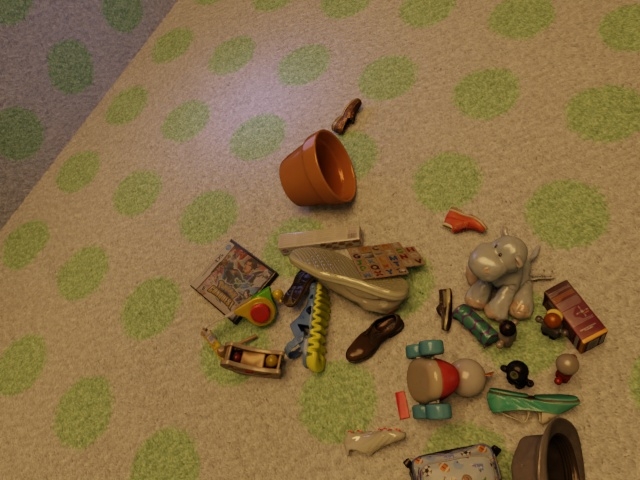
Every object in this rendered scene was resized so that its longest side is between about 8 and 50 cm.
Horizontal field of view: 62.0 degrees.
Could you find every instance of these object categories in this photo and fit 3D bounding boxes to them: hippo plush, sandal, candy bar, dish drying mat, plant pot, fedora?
[{"bbox_3d":[0.577,0.105,1.634,0.294,0.236,0.234,-19,57,9],"label":"hippo plush"},{"bbox_3d":[-0.055,0.165,1.934,0.090,0.060,0.219,2,46,37],"label":"sandal"},{"bbox_3d":[-0.382,0.389,1.958,0.040,0.018,0.161,-41,56,-9],"label":"candy bar"},{"bbox_3d":[0.255,0.512,1.659,0.032,0.008,0.083,-16,59,12],"label":"dish drying mat"},{"bbox_3d":[-0.022,-0.255,2.052,0.204,0.291,0.290,-19,56,28],"label":"plant pot"},{"bbox_3d":[0.583,0.605,1.388,0.124,0.244,0.275,-19,62,44],"label":"fedora"},{"bbox_3d":[-0.046,0.290,1.832,0.138,0.126,0.317,-3,59,23],"label":"sandal"}]

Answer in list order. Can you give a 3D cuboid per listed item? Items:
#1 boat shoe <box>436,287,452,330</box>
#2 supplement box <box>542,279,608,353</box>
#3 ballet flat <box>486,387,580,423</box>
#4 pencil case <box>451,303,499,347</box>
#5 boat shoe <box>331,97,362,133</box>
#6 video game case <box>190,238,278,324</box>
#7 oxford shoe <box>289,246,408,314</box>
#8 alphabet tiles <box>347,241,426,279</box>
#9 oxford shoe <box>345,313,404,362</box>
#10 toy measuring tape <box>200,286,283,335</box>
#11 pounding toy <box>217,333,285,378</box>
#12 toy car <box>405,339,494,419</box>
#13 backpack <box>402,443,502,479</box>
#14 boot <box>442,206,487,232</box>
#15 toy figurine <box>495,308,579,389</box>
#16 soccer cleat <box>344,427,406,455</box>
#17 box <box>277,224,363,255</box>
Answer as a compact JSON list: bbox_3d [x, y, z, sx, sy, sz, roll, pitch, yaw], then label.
[{"bbox_3d":[0.403,0.227,1.743,0.049,0.056,0.152,-3,51,24],"label":"boat shoe"},{"bbox_3d":[0.751,0.226,1.581,0.081,0.104,0.188,-28,56,2],"label":"supplement box"},{"bbox_3d":[0.604,0.476,1.520,0.247,0.083,0.087,0,86,20],"label":"ballet flat"},{"bbox_3d":[0.486,0.268,1.679,0.065,0.070,0.151,-18,48,-31],"label":"pencil case"},{"bbox_3d":[0.123,-0.526,2.269,0.060,0.064,0.178,36,85,27],"label":"boat shoe"},{"bbox_3d":[-0.337,0.154,2.065,0.275,0.035,0.248,33,76,32],"label":"video game case"},{"bbox_3d":[0.083,0.140,1.837,0.450,0.130,0.169,20,33,21],"label":"oxford shoe"},{"bbox_3d":[0.232,0.065,1.838,0.237,0.009,0.198,-7,31,-11],"label":"alphabet tiles"},{"bbox_3d":[0.168,0.313,1.754,0.227,0.096,0.083,-41,58,-3],"label":"oxford shoe"},{"bbox_3d":[-0.267,0.283,1.920,0.330,0.121,0.121,-32,56,2],"label":"toy measuring tape"},{"bbox_3d":[-0.246,0.375,1.826,0.270,0.154,0.154,2,63,16],"label":"pounding toy"},{"bbox_3d":[0.397,0.413,1.590,0.238,0.210,0.219,0,72,-12],"label":"toy car"},{"bbox_3d":[0.376,0.690,1.406,0.277,0.213,0.263,-15,68,9],"label":"backpack"},{"bbox_3d":[0.503,-0.052,1.864,0.158,0.059,0.084,28,77,39],"label":"boot"},{"bbox_3d":[0.625,0.318,1.549,0.213,0.148,0.209,-11,59,15],"label":"toy figurine"},{"bbox_3d":[0.166,0.609,1.607,0.196,0.068,0.076,-13,63,21],"label":"soccer cleat"},{"bbox_3d":[0.000,0.000,2.011,0.324,0.063,0.067,-7,58,16],"label":"box"}]
